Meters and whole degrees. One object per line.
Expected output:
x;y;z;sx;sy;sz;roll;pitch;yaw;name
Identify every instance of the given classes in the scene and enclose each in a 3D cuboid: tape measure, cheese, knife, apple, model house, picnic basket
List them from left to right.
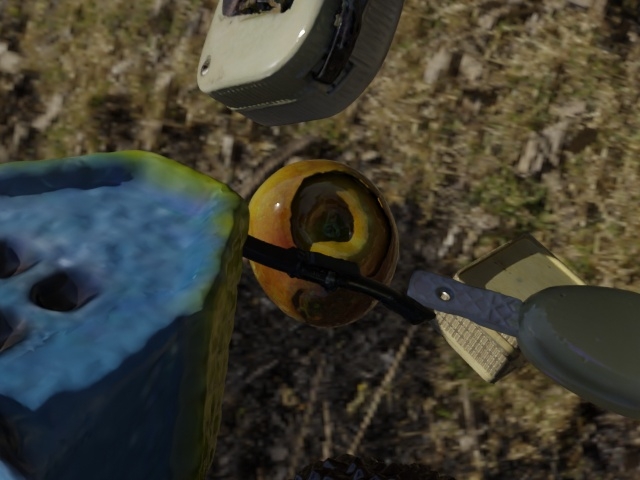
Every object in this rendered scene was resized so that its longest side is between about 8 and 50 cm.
-0.157;0.091;0.779;0.215;0.303;0.237;28;128;26;model house
-0.011;0.017;0.977;0.021;0.222;0.045;-58;9;41;knife
-0.010;-0.265;1.313;0.231;0.133;0.271;-5;62;53;tape measure
0.000;0.000;1.815;0.207;0.237;0.237;97;154;-68;apple
0.211;0.074;1.431;0.115;0.164;0.079;45;133;21;picnic basket
0.199;0.076;1.142;0.252;0.127;0.054;18;133;2;cheese

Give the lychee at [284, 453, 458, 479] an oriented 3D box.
0.055;0.291;0.906;0.267;0.267;0.267;-3;85;40;lychee
